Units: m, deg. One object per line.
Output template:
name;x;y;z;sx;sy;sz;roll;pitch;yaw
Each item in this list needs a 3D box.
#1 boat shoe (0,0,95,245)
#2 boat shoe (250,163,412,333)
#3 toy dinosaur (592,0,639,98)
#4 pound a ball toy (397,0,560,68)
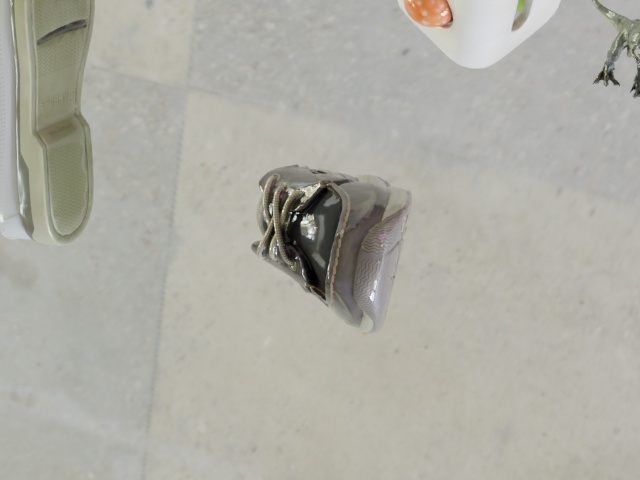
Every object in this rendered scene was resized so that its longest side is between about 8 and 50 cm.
boat shoe;-0.253;-0.147;1.000;0.103;0.113;0.302;7;102;19
boat shoe;0.000;0.000;1.103;0.130;0.355;0.132;11;94;-3
toy dinosaur;0.443;-0.272;1.748;0.064;0.268;0.118;1;110;-11
pound a ball toy;0.104;-0.285;1.043;0.136;0.319;0.208;-38;72;-15
